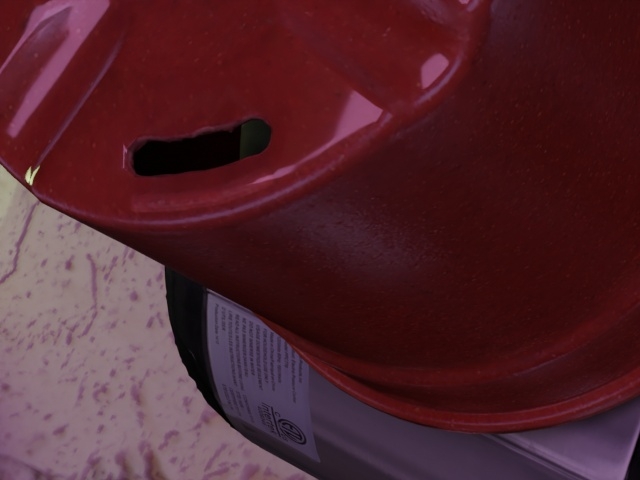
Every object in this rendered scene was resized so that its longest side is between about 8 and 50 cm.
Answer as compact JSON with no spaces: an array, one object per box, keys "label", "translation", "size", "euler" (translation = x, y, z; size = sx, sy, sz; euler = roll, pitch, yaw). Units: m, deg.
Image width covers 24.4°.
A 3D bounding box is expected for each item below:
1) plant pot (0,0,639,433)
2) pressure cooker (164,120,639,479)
[{"label":"plant pot","translation":[0.020,-0.075,0.534],"size":[0.272,0.265,0.272],"euler":[-6,77,25]},{"label":"pressure cooker","translation":[0.177,0.026,0.793],"size":[0.420,0.370,0.375],"euler":[25,88,29]}]
